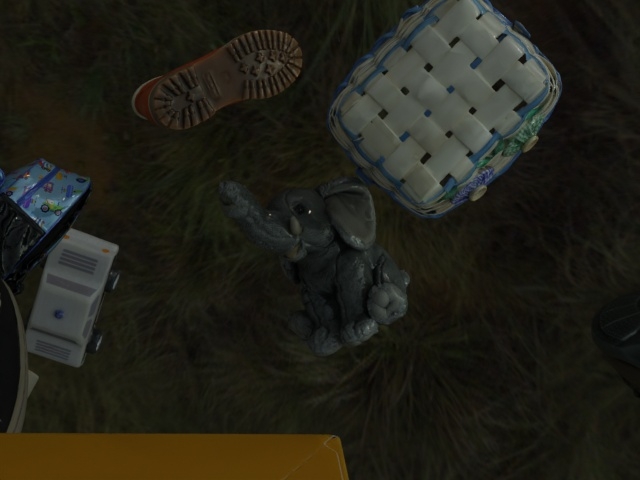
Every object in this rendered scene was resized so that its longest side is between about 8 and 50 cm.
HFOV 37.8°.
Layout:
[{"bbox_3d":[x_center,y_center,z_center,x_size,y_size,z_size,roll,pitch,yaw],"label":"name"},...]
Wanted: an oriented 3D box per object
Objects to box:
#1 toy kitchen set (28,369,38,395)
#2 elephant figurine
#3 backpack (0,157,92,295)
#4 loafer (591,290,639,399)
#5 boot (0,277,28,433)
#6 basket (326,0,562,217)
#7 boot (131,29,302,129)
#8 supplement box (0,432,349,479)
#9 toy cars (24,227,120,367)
[{"bbox_3d":[-0.407,0.158,0.914,0.122,0.207,0.166,20,71,18],"label":"toy kitchen set"},{"bbox_3d":[0.000,0.000,1.112,0.169,0.186,0.239,-30,98,-5],"label":"elephant figurine"},{"bbox_3d":[-0.336,-0.024,1.010,0.117,0.158,0.173,44,61,-15],"label":"backpack"},{"bbox_3d":[0.236,0.089,0.589,0.096,0.267,0.084,-17,94,6],"label":"loafer"},{"bbox_3d":[-0.287,0.075,0.552,0.138,0.377,0.284,5,133,2],"label":"boot"},{"bbox_3d":[0.130,-0.146,1.033,0.201,0.289,0.255,45,102,-5],"label":"basket"},{"bbox_3d":[-0.094,-0.145,0.835,0.158,0.084,0.059,-26,108,-26],"label":"boot"},{"bbox_3d":[-0.087,0.198,0.399,0.191,0.129,0.194,3,121,-10],"label":"supplement box"},{"bbox_3d":[-0.419,0.133,1.226,0.394,0.087,0.176,-28,106,11],"label":"toy cars"}]
